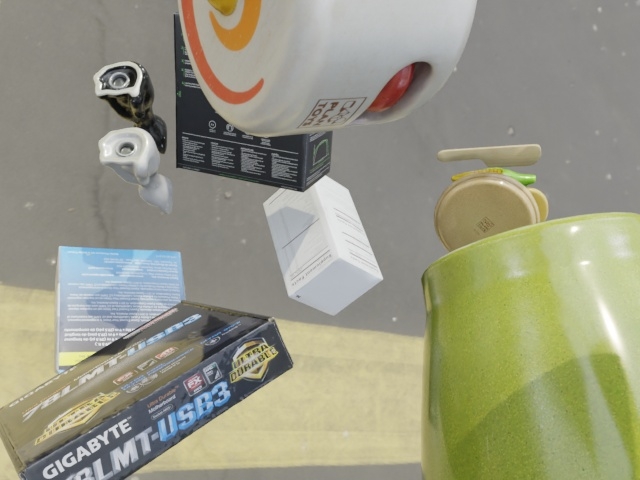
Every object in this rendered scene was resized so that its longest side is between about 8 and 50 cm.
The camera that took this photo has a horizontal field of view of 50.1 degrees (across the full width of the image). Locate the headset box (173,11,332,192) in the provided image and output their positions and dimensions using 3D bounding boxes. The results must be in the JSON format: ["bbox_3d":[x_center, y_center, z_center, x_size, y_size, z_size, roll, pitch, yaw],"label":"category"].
[{"bbox_3d":[-0.108,-0.250,1.146,0.131,0.246,0.283,-46,143,-60],"label":"headset box"}]

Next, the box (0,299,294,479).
[{"bbox_3d":[-0.224,0.177,0.815,0.295,0.293,0.073,-30,105,-27],"label":"box"}]

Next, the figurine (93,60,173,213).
[{"bbox_3d":[-0.312,-0.170,1.213,0.209,0.092,0.215,71,7,-68],"label":"figurine"}]

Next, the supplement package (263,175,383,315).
[{"bbox_3d":[0.000,0.000,1.340,0.133,0.139,0.244,27,34,-42],"label":"supplement package"}]

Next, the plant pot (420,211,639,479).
[{"bbox_3d":[0.248,0.173,0.655,0.366,0.366,0.353,5,68,-40],"label":"plant pot"}]

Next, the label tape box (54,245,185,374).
[{"bbox_3d":[-0.395,0.185,1.360,0.249,0.115,0.348,4,55,-25],"label":"label tape box"}]

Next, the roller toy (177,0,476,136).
[{"bbox_3d":[-0.007,-0.166,0.448,0.146,0.209,0.191,-13,121,-32],"label":"roller toy"}]

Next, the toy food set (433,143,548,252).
[{"bbox_3d":[0.203,-0.026,0.819,0.038,0.132,0.192,-57,144,-60],"label":"toy food set"}]
